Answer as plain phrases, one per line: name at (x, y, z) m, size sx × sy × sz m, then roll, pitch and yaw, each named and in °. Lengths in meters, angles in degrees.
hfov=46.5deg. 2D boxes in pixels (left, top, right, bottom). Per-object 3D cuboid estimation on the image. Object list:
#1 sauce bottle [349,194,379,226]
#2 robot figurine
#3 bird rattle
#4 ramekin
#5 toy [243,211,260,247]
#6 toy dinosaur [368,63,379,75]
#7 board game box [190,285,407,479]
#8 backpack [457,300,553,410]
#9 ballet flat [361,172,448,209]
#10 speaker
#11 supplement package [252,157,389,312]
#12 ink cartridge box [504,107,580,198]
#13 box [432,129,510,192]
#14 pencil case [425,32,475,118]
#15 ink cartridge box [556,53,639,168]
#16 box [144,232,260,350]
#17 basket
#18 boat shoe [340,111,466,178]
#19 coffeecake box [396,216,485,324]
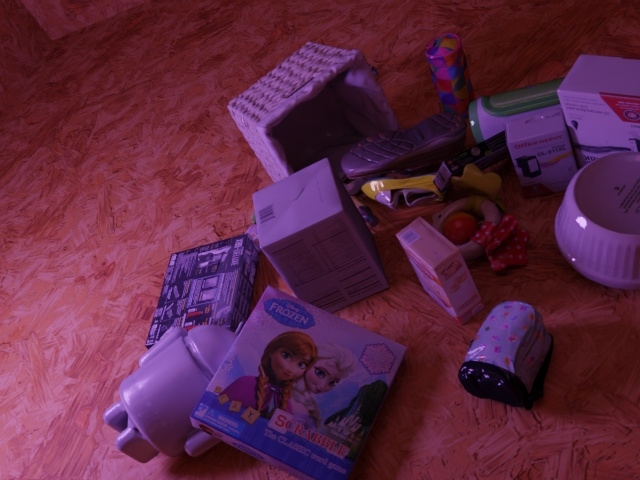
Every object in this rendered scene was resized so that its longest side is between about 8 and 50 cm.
sauce bottle at (0.104, -0.073, 1.862) m, size 0.042 × 0.042 × 0.128 m, roll -38°, pitch 42°, yaw -7°
robot figurine at (-0.281, 0.318, 1.588) m, size 0.353 × 0.200 × 0.300 m, roll -38°, pitch 56°, yaw -6°
bird rattle at (0.343, -0.025, 1.633) m, size 0.207 × 0.143 × 0.253 m, roll -27°, pitch 52°, yaw 24°
ramekin at (0.587, -0.051, 1.417) m, size 0.273 × 0.127 × 0.273 m, roll -8°, pitch 49°, yaw 10°
toy at (-0.102, -0.030, 1.939) m, size 0.137 × 0.056 × 0.237 m, roll -47°, pitch 42°, yaw -15°
toy dinosaur at (0.114, -0.488, 2.265) m, size 0.118 × 0.064 × 0.268 m, roll -35°, pitch 36°, yaw 7°
board game box at (-0.036, 0.285, 1.458) m, size 0.319 × 0.066 × 0.318 m, roll 23°, pitch 60°, yaw 11°
backpack at (0.349, 0.203, 1.365) m, size 0.152 × 0.115 × 0.182 m, roll 11°, pitch 54°, yaw 43°
ballet flat at (0.202, -0.116, 1.821) m, size 0.231 × 0.077 × 0.077 m, roll -5°, pitch 60°, yaw 27°
speaker at (0.512, -0.312, 1.776) m, size 0.297 × 0.131 × 0.131 m, roll -10°, pitch 44°, yaw 24°
supplement package at (0.000, 0.000, 1.680) m, size 0.198 × 0.262 × 0.199 m, roll -25°, pitch 40°, yaw 10°
ink cartridge box at (0.486, -0.187, 1.624) m, size 0.127 × 0.175 × 0.072 m, roll -12°, pitch 44°, yaw 23°
box at (0.365, -0.189, 1.726) m, size 0.207 × 0.114 × 0.036 m, roll -28°, pitch 76°, yaw -14°
pencil case at (0.333, -0.416, 1.921) m, size 0.104 × 0.236 × 0.104 m, roll -11°, pitch 48°, yaw 12°
ink cartridge box at (0.621, -0.232, 1.511) m, size 0.197 × 0.273 × 0.114 m, roll 19°, pitch 65°, yaw 43°
box at (-0.290, 0.138, 1.873) m, size 0.242 × 0.076 × 0.307 m, roll -15°, pitch 43°, yaw 20°
basket at (-0.007, -0.294, 1.946) m, size 0.328 × 0.331 × 0.266 m, roll -39°, pitch 34°, yaw -9°
boat shoe at (0.213, -0.209, 1.853) m, size 0.324 × 0.116 × 0.123 m, roll -17°, pitch 45°, yaw 2°
coffeecake box at (0.245, 0.062, 1.519) m, size 0.068 × 0.185 × 0.142 m, roll -37°, pitch 39°, yaw -5°
